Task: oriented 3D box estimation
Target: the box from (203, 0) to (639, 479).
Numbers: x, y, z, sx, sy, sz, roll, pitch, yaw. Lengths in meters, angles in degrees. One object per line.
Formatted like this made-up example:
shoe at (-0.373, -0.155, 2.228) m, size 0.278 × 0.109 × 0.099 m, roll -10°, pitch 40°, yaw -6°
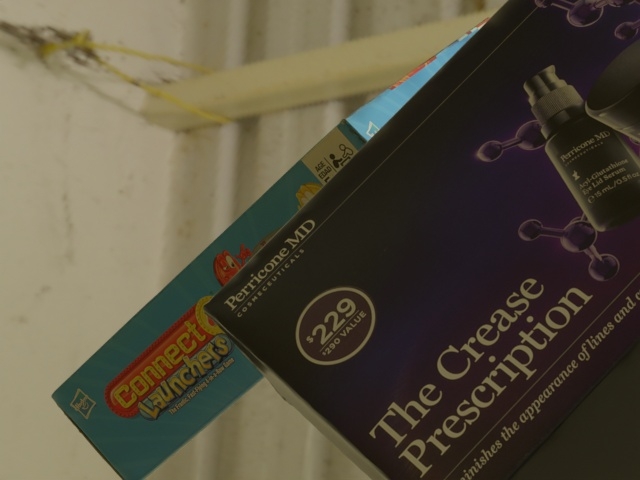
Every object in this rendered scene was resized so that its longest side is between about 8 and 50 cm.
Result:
box at (0.105, 0.007, 0.686) m, size 0.261 × 0.103 × 0.184 m, roll -46°, pitch -133°, yaw -8°

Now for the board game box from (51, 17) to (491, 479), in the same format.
board game box at (0.000, 0.000, 1.038) m, size 0.086 × 0.302 × 0.308 m, roll 49°, pitch -61°, yaw 1°
